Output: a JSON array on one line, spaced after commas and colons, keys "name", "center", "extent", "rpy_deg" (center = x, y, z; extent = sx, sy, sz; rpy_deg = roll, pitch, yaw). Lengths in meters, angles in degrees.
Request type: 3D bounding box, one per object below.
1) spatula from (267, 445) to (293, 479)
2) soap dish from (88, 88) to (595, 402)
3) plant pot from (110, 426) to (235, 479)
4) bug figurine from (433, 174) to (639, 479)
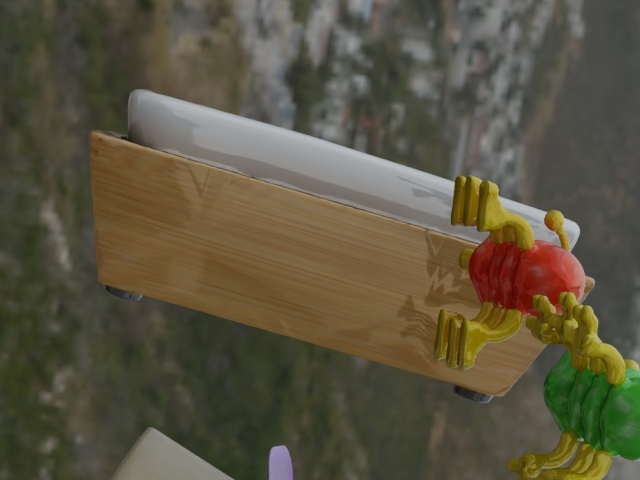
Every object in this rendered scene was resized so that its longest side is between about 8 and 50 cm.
[{"name": "spatula", "center": [-0.059, 0.318, 1.467], "extent": [0.084, 0.030, 0.297], "rpy_deg": [15, 90, -77]}, {"name": "soap dish", "center": [0.000, 0.000, 1.067], "extent": [0.229, 0.290, 0.118], "rpy_deg": [-133, -121, -85]}, {"name": "plant pot", "center": [-0.139, 0.244, 1.475], "extent": [0.096, 0.109, 0.109], "rpy_deg": [-38, 152, -48]}, {"name": "bug figurine", "center": [0.095, 0.117, 0.797], "extent": [0.216, 0.072, 0.279], "rpy_deg": [-146, -117, -72]}]
